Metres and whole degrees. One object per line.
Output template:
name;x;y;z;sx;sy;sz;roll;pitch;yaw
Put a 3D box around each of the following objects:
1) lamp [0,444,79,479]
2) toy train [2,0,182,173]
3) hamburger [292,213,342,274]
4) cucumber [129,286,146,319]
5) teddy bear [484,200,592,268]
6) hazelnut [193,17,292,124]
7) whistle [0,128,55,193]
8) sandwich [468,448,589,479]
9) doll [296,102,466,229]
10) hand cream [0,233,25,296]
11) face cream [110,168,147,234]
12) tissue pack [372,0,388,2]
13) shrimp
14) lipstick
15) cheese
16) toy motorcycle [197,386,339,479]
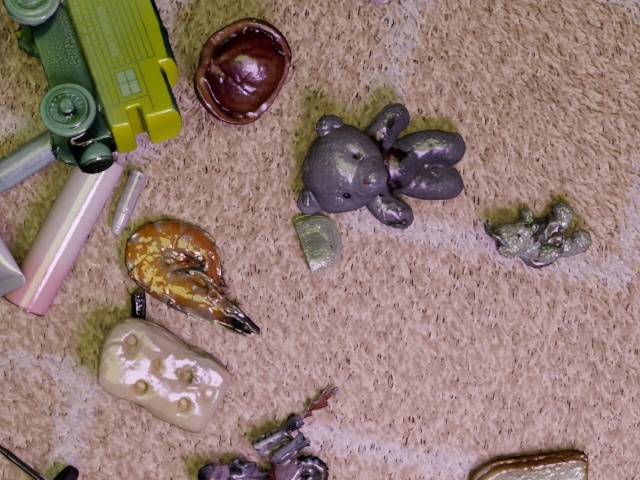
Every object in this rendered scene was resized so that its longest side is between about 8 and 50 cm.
lamp;-0.629;0.387;1.905;0.371;0.108;0.130;34;67;5
toy train;-0.411;-0.342;1.821;0.272;0.179;0.442;-19;76;-9
hamburger;0.001;-0.001;1.960;0.084;0.054;0.121;-21;85;-3
cucumber;-0.359;0.157;1.938;0.034;0.033;0.135;-1;96;-34
teddy bear;0.420;-0.001;1.974;0.213;0.111;0.133;-7;49;-15
hazelnut;-0.150;-0.320;1.887;0.170;0.160;0.202;16;84;-7
whistle;-0.519;-0.184;1.903;0.312;0.062;0.062;-33;94;-4
sandwich;0.427;0.567;1.987;0.248;0.095;0.273;-9;93;-2
doll;0.130;-0.142;1.916;0.340;0.158;0.246;3;102;-8
hand cream;-0.693;-0.048;1.860;0.185;0.118;0.359;-24;93;30
face cream;-0.378;-0.074;1.931;0.034;0.034;0.130;21;88;-5
tissue pack;0.044;-0.656;1.882;0.356;0.194;0.266;29;89;-5
shrimp;-0.236;0.073;1.936;0.316;0.062;0.164;34;83;-4
lipstick;-0.491;-0.018;1.895;0.087;0.087;0.327;28;88;-5
cheese;-0.305;0.256;1.897;0.263;0.093;0.159;31;82;-18
toy motorcycle;-0.094;0.446;1.919;0.401;0.134;0.207;-43;100;-2
